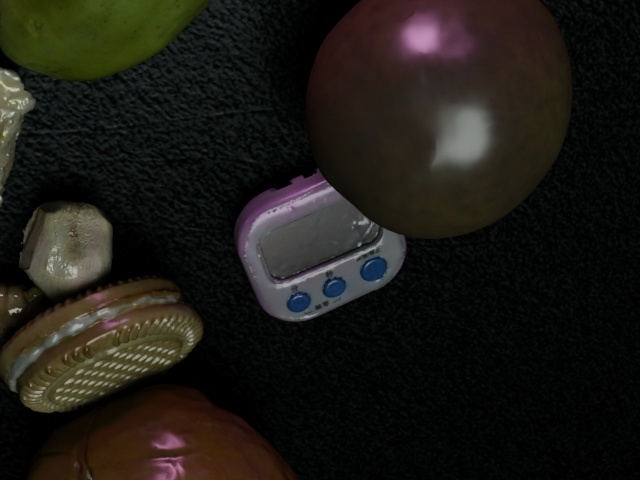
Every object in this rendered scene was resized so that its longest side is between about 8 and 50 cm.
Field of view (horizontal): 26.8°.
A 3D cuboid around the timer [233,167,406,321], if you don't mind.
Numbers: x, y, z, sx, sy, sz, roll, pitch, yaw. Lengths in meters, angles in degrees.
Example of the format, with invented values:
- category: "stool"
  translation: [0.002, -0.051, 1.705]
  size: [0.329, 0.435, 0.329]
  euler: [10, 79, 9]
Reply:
- category: "timer"
  translation: [0.000, 0.000, 1.712]
  size: [0.209, 0.069, 0.190]
  euler: [-23, 125, -4]

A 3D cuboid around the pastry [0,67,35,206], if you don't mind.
- category: "pastry"
  translation: [-0.400, -0.087, 1.503]
  size: [0.122, 0.089, 0.258]
  euler: [6, 116, -28]

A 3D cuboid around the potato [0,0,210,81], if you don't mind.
- category: "potato"
  translation: [-0.207, -0.297, 1.379]
  size: [0.304, 0.216, 0.216]
  euler: [-42, 125, 19]

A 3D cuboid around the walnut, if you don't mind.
- category: "walnut"
  translation: [-0.194, 0.366, 1.718]
  size: [0.354, 0.308, 0.398]
  euler: [-8, 140, 19]

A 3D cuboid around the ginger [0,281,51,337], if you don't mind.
- category: "ginger"
  translation: [-0.437, 0.078, 1.601]
  size: [0.213, 0.074, 0.137]
  euler: [15, 136, -28]

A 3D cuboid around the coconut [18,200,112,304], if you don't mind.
- category: "coconut"
  translation: [-0.301, 0.018, 1.580]
  size: [0.110, 0.110, 0.124]
  euler: [10, 75, -25]

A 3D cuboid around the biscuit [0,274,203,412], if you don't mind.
- category: "biscuit"
  translation: [-0.263, 0.129, 1.628]
  size: [0.259, 0.079, 0.259]
  euler: [-25, 162, -9]

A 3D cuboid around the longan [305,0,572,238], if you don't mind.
- category: "longan"
  translation: [0.137, -0.161, 1.535]
  size: [0.319, 0.319, 0.318]
  euler: [-9, 122, -14]
